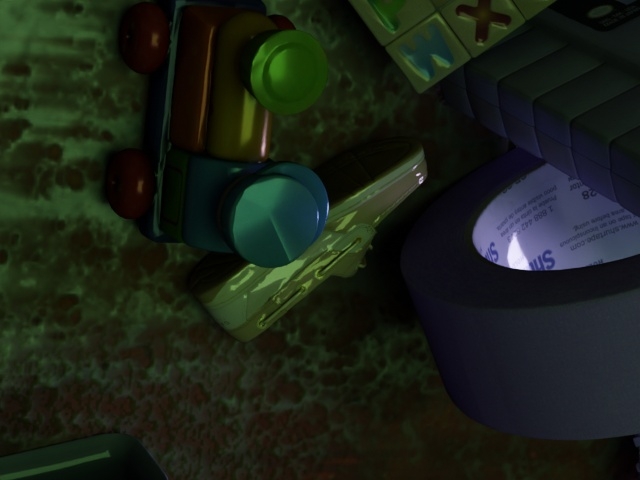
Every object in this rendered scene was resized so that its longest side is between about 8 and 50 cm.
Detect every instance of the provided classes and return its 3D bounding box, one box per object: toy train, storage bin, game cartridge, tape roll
[{"bbox_3d":[-0.043,-0.111,1.020,0.105,0.143,0.248,2,100,-27],"label":"toy train"},{"bbox_3d":[-0.157,0.185,1.064,0.135,0.098,0.091,-13,117,-23],"label":"storage bin"},{"bbox_3d":[0.272,-0.145,1.119,0.355,0.230,0.068,-28,129,-19],"label":"game cartridge"},{"bbox_3d":[0.191,0.008,1.086,0.274,0.275,0.090,-29,112,-18],"label":"tape roll"}]

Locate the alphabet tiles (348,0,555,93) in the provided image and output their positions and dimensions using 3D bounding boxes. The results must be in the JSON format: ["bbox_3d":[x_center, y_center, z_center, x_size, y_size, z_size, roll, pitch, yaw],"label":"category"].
[{"bbox_3d":[0.100,-0.224,1.044,0.237,0.009,0.198,-34,115,11],"label":"alphabet tiles"}]

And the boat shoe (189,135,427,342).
[{"bbox_3d":[0.000,0.000,1.116,0.170,0.063,0.059,-35,117,-5],"label":"boat shoe"}]

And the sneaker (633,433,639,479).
[{"bbox_3d":[0.225,0.112,1.229,0.153,0.094,0.235,22,91,-27],"label":"sneaker"}]
